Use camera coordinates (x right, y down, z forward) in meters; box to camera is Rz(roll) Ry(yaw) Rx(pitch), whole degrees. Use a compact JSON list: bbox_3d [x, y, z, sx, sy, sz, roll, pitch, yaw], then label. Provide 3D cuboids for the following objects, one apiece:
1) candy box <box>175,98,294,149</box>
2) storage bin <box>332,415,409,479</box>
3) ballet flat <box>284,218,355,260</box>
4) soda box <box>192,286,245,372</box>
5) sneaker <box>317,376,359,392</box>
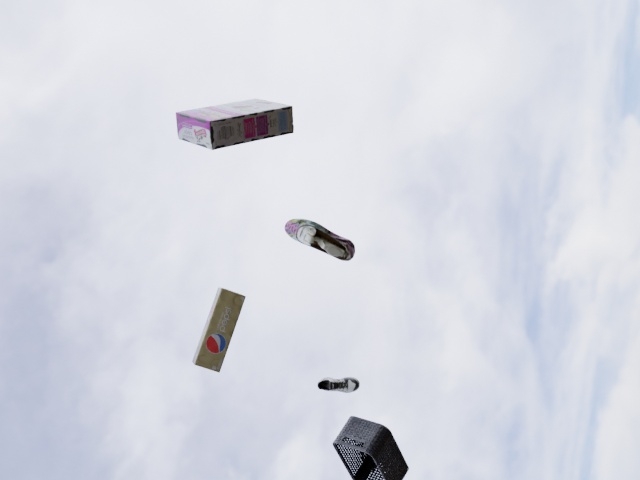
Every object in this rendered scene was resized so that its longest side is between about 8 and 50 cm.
[{"bbox_3d":[-0.202,-0.280,1.717,0.233,0.159,0.071,-19,-63,-35],"label":"candy box"},{"bbox_3d":[0.122,0.517,1.729,0.084,0.122,0.180,-49,-51,-34],"label":"storage bin"},{"bbox_3d":[0.000,0.000,2.092,0.079,0.221,0.077,-84,19,-69],"label":"ballet flat"},{"bbox_3d":[-0.228,0.199,1.626,0.061,0.058,0.181,21,-97,-13],"label":"soda box"},{"bbox_3d":[0.033,0.278,1.380,0.037,0.083,0.032,2,-97,-65],"label":"sneaker"}]
